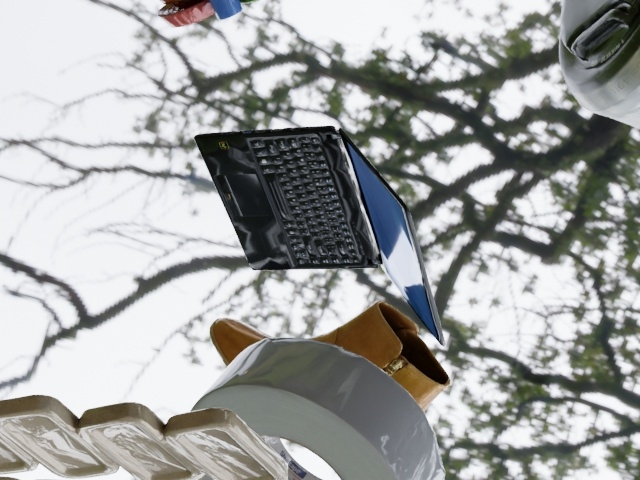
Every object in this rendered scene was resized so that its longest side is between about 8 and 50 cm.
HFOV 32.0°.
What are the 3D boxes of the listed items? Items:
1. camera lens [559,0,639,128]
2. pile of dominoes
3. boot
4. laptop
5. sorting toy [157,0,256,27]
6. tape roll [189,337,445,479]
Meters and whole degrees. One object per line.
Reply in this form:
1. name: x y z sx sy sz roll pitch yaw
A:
1. camera lens: 0.347 -0.172 0.887 0.219 0.274 0.219 -162 -90 -79
2. pile of dominoes: -0.131 0.102 0.493 0.196 0.251 0.040 94 -1 -54
3. boot: 0.013 0.144 1.470 0.295 0.104 0.211 39 -59 4
4. laptop: 0.000 0.000 1.247 0.264 0.234 0.136 -1 -133 17
5. sorting toy: -0.063 -0.169 0.709 0.102 0.042 0.061 -18 -155 11
6. tape roll: -0.007 0.191 0.954 0.219 0.219 0.072 -24 -164 39
